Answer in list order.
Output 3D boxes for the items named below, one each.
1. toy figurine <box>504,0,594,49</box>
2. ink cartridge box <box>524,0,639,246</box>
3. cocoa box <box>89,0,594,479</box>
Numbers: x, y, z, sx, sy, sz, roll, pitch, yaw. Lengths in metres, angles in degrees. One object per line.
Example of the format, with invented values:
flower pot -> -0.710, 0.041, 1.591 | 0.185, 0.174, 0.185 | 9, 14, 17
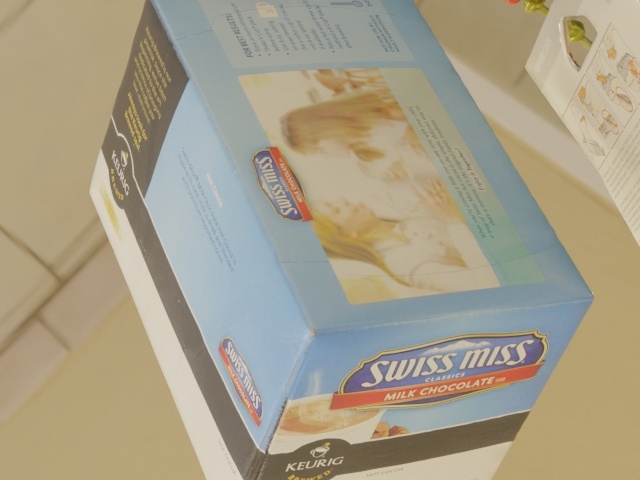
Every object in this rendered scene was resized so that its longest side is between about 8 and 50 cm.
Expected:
toy figurine -> 0.260, -0.259, 1.505 | 0.362, 0.217, 0.191 | 31, 95, -44
ink cartridge box -> 0.275, -0.095, 1.389 | 0.066, 0.261, 0.296 | -27, 168, -9
cocoa box -> 0.000, 0.000, 1.318 | 0.231, 0.347, 0.228 | -5, 139, -27
